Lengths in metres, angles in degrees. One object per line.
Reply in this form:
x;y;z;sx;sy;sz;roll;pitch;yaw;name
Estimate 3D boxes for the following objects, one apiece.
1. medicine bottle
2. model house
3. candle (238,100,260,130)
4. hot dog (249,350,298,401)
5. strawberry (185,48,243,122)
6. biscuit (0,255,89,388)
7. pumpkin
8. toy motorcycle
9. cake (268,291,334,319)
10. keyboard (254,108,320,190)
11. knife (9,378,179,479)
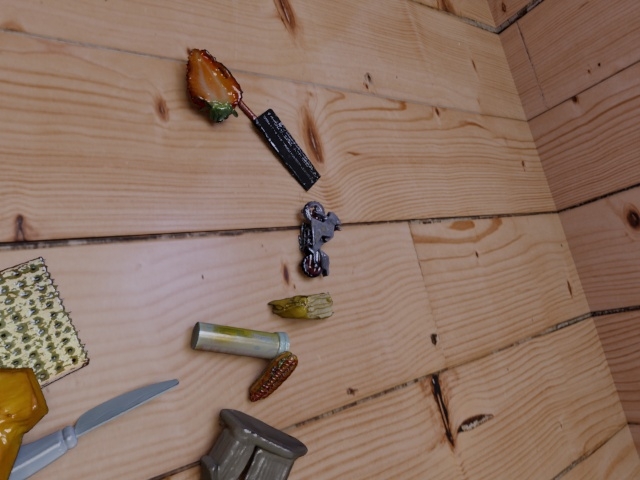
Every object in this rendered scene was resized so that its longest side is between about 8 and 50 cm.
-0.183;0.234;0.997;0.218;0.074;0.074;16;66;-27;medicine bottle
-0.142;0.483;0.909;0.229;0.122;0.188;32;63;-17;model house
-0.203;-0.363;1.218;0.167;0.021;0.026;48;53;-12;candle
-0.109;0.317;0.997;0.144;0.038;0.062;-46;121;1;hot dog
-0.287;-0.394;1.132;0.192;0.085;0.140;36;65;-13;strawberry
-0.542;0.159;0.807;0.139;0.016;0.232;-26;90;-37;biscuit
-0.581;0.279;0.670;0.258;0.095;0.291;16;63;-8;pumpkin
0.000;0.000;1.201;0.122;0.080;0.216;9;74;-29;toy motorcycle
-0.049;0.180;1.128;0.185;0.116;0.080;0;76;-67;cake
-0.093;-0.260;1.246;0.251;0.017;0.087;52;53;-17;keyboard
-0.425;0.334;0.791;0.331;0.080;0.044;-24;110;-35;knife
